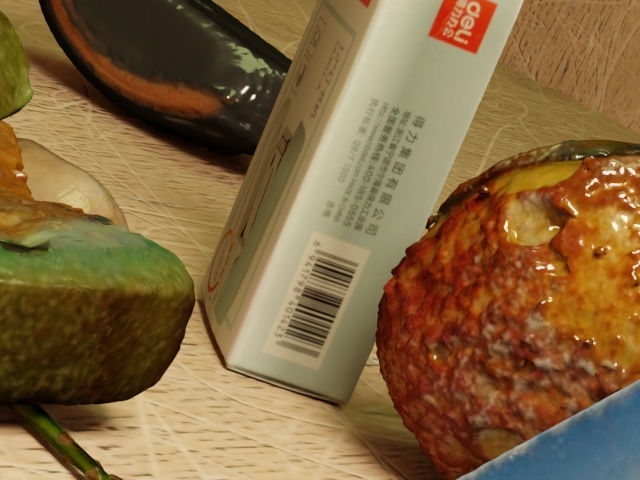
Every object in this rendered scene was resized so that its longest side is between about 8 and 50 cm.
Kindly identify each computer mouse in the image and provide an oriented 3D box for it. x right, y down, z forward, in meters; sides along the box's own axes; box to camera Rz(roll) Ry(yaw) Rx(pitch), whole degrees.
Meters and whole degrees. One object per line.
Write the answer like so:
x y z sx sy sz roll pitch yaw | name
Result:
-0.119 -0.151 1.603 0.323 0.116 0.183 38 15 27 | computer mouse

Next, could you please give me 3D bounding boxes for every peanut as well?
-0.165 -0.016 1.047 0.152 0.076 0.076 34 16 31 | peanut

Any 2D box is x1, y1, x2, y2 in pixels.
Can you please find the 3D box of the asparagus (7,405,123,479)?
-0.120 0.084 0.836 0.166 0.016 0.013 33 -18 41 | asparagus

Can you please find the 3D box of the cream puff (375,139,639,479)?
0.150 0.057 0.975 0.240 0.240 0.164 22 35 -9 | cream puff

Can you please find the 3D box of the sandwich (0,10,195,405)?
-0.197 -0.045 0.886 0.250 0.162 0.301 13 15 -29 | sandwich

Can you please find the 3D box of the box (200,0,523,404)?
0.019 -0.055 1.086 0.079 0.269 0.135 19 15 -17 | box

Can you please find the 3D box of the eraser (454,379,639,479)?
0.168 0.074 0.800 0.144 0.312 0.043 2 59 -58 | eraser
